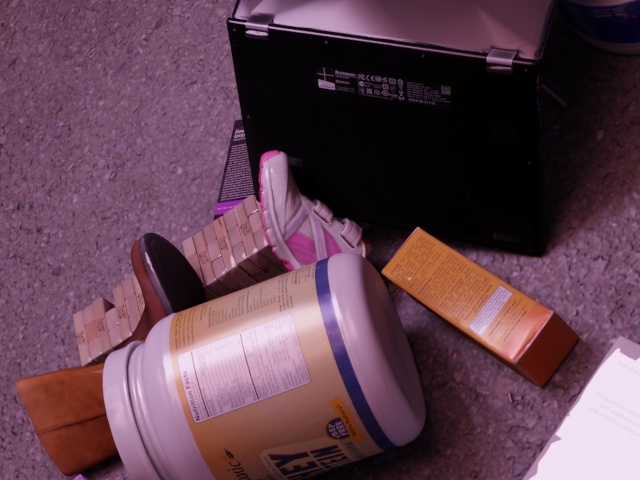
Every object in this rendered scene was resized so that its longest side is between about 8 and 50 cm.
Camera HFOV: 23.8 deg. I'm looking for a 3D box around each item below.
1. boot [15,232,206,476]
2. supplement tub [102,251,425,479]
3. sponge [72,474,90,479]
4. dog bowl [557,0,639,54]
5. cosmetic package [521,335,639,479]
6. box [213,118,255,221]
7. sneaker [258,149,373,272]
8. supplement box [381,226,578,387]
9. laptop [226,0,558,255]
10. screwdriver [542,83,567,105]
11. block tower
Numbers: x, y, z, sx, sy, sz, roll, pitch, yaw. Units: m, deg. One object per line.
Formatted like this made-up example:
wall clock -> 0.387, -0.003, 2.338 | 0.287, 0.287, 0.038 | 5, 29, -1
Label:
boot -> -0.263, 0.146, 1.925 | 0.280, 0.264, 0.096 | -18, 15, 25
supplement tub -> -0.062, 0.164, 1.715 | 0.316, 0.228, 0.228 | -20, 52, 11
sponge -> -0.289, 0.399, 1.905 | 0.117, 0.031, 0.210 | -48, 45, 0
dog bowl -> 0.391, -0.361, 1.825 | 0.264, 0.104, 0.265 | -18, 55, 27
cosmetic package -> 0.287, 0.314, 1.455 | 0.217, 0.156, 0.385 | 32, 86, 44
box -> -0.077, -0.098, 2.058 | 0.116, 0.029, 0.162 | -7, 61, 32
sneaker -> 0.000, 0.000, 1.832 | 0.111, 0.252, 0.103 | -22, 19, 3
supplement box -> 0.178, 0.073, 1.733 | 0.233, 0.078, 0.080 | 32, 84, 43
laptop -> 0.114, -0.240, 1.794 | 0.381, 0.408, 0.236 | 12, 40, 24
screwdriver -> 0.233, -0.219, 1.846 | 0.170, 0.025, 0.024 | 43, 105, 10
block tower -> -0.162, 0.062, 1.978 | 0.335, 0.091, 0.097 | -32, 50, 16
